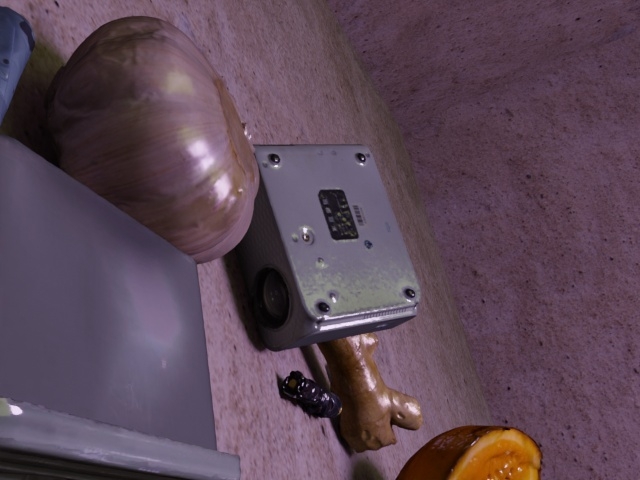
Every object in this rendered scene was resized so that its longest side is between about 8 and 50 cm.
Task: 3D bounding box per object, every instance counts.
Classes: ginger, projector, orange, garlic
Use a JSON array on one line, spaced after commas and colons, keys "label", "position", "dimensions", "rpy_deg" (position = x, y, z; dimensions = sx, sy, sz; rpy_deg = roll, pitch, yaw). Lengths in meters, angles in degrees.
[{"label": "ginger", "position": [0.029, 0.162, 1.121], "dimensions": [0.298, 0.118, 0.065], "rpy_deg": [59, -5, -11]}, {"label": "projector", "position": [0.000, 0.000, 1.031], "dimensions": [0.198, 0.108, 0.250], "rpy_deg": [-5, 71, -39]}, {"label": "orange", "position": [0.206, 0.405, 1.121], "dimensions": [0.274, 0.274, 0.310], "rpy_deg": [-94, -166, -49]}, {"label": "garlic", "position": [-0.142, -0.079, 0.694], "dimensions": [0.228, 0.152, 0.227], "rpy_deg": [-25, 90, -83]}]

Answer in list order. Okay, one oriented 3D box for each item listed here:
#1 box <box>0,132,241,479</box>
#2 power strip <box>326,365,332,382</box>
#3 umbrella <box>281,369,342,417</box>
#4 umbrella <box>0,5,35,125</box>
[{"label": "box", "position": [-0.154, 0.056, 0.402], "dimensions": [0.243, 0.163, 0.135], "rpy_deg": [41, 39, -60]}, {"label": "power strip", "position": [0.037, 0.230, 1.202], "dimensions": [0.051, 0.019, 0.136], "rpy_deg": [14, 56, -71]}, {"label": "umbrella", "position": [-0.007, 0.201, 1.036], "dimensions": [0.144, 0.037, 0.040], "rpy_deg": [45, 55, -57]}, {"label": "umbrella", "position": [-0.237, -0.075, 0.521], "dimensions": [0.053, 0.052, 0.250], "rpy_deg": [54, 25, -39]}]
